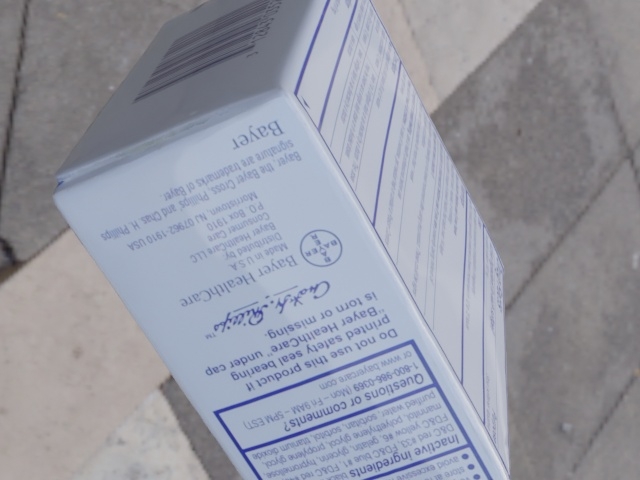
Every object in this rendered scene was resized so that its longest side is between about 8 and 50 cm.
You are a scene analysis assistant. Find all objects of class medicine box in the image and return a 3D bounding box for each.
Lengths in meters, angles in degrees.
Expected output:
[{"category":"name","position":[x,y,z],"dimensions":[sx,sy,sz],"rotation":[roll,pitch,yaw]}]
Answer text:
[{"category":"medicine box","position":[0.000,0.000,0.776],"dimensions":[0.289,0.149,0.263],"rotation":[61,20,-23]}]
